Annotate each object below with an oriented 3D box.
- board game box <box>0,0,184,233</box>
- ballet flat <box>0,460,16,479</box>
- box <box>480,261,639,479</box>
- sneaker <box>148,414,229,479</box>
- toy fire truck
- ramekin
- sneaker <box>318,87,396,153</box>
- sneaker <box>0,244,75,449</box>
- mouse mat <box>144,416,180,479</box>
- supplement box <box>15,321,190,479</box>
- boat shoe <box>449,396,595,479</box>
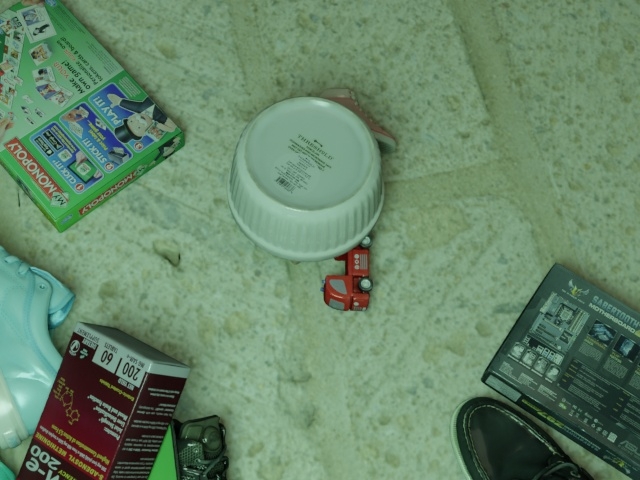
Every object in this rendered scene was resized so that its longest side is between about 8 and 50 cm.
[{"bbox_3d":[-0.371,-0.188,1.398,0.213,0.046,0.317,-38,74,-17],"label":"board game box"},{"bbox_3d":[-0.454,0.229,1.199,0.247,0.083,0.087,41,45,13],"label":"ballet flat"},{"bbox_3d":[0.350,0.163,1.285,0.233,0.059,0.183,32,68,11],"label":"box"},{"bbox_3d":[-0.126,0.289,1.159,0.227,0.087,0.130,40,108,16],"label":"sneaker"},{"bbox_3d":[0.000,0.000,1.339,0.135,0.047,0.192,3,66,-3],"label":"toy fire truck"},{"bbox_3d":[-0.016,-0.086,1.290,0.207,0.109,0.207,2,66,-4],"label":"ramekin"},{"bbox_3d":[0.051,-0.174,1.417,0.134,0.051,0.070,21,71,10],"label":"sneaker"},{"bbox_3d":[-0.388,0.067,1.249,0.150,0.135,0.366,-21,78,-21],"label":"sneaker"},{"bbox_3d":[-0.233,0.291,1.155,0.190,0.007,0.152,-21,68,28],"label":"mouse mat"},{"bbox_3d":[-0.253,0.227,1.136,0.130,0.073,0.239,21,90,34],"label":"supplement box"},{"bbox_3d":[0.279,0.317,1.182,0.127,0.113,0.340,-27,71,-14],"label":"boat shoe"}]
